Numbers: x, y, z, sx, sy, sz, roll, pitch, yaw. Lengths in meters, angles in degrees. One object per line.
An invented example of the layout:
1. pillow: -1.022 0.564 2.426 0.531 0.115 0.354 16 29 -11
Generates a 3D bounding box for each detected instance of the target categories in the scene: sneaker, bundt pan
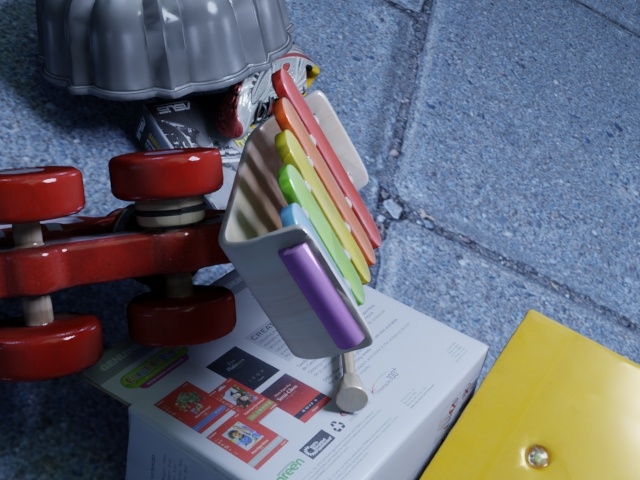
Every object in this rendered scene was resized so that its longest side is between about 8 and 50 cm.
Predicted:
1. sneaker: -0.062 -0.196 1.182 0.093 0.088 0.225 36 43 -5
2. bundt pan: -0.200 -0.299 1.138 0.331 0.124 0.331 -3 34 2

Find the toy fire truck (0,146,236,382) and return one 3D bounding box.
1. toy fire truck: -0.217 0.004 0.858 0.302 0.169 0.254 -10 12 -26

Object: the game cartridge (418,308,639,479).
1. game cartridge: 0.270 0.251 0.850 0.324 0.052 0.285 30 63 20

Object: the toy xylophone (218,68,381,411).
1. toy xylophone: 0.000 0.000 0.816 0.236 0.081 0.322 56 17 -32

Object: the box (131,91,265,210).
1. box: -0.100 -0.110 1.184 0.231 0.056 0.183 -17 61 -41

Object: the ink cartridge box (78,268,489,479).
1. ink cartridge box: -0.033 0.160 0.889 0.272 0.130 0.309 27 36 25
